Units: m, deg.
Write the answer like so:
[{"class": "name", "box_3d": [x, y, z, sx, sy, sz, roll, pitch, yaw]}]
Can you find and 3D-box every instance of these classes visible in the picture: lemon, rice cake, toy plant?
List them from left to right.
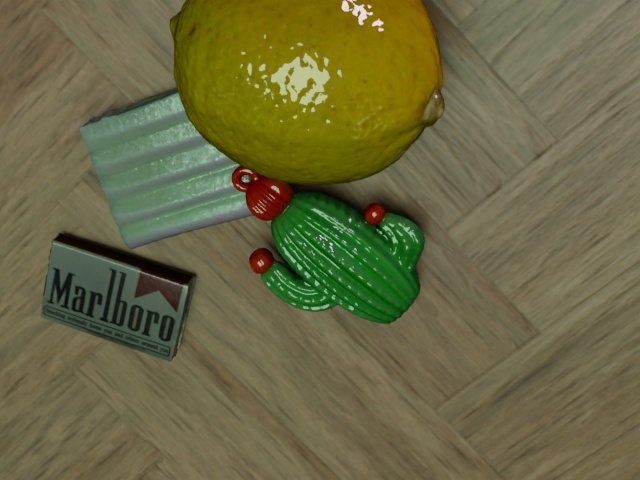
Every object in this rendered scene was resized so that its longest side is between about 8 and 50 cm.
[{"class": "rice cake", "box_3d": [-0.163, -0.089, 1.318, 0.198, 0.037, 0.189, -9, 112, 14]}, {"class": "lemon", "box_3d": [-0.014, -0.177, 1.140, 0.267, 0.267, 0.267, 4, 113, 10]}, {"class": "toy plant", "box_3d": [0.001, 0.013, 1.296, 0.240, 0.088, 0.154, 16, 118, -3]}]

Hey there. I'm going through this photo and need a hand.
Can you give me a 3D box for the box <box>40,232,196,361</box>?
[{"class": "box", "box_3d": [-0.250, 0.069, 1.404, 0.178, 0.036, 0.115, 18, 115, 4]}]
